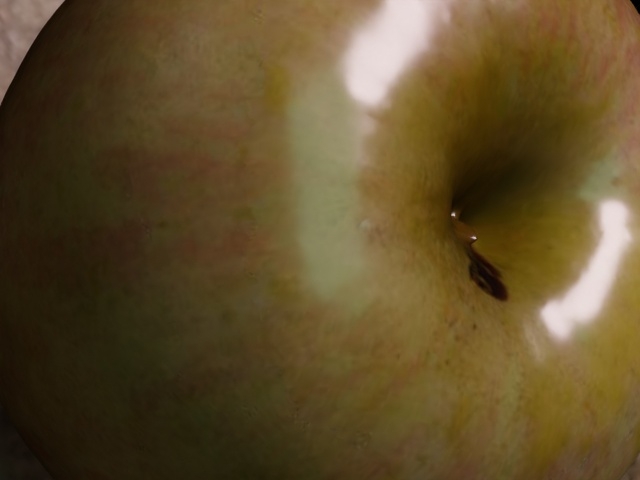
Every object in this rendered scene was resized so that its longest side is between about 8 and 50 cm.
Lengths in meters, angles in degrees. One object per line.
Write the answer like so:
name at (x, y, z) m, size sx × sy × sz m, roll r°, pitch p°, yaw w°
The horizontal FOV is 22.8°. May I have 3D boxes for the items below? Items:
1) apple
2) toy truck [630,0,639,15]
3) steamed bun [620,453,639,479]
apple at (0.000, 0.000, 0.567) m, size 0.257 × 0.234 × 0.257 m, roll 2°, pitch 87°, yaw -32°
toy truck at (0.195, -0.223, 0.840) m, size 0.125 × 0.101 × 0.242 m, roll 37°, pitch 57°, yaw -10°
steamed bun at (0.201, 0.156, 0.607) m, size 0.177 × 0.283 × 0.283 m, roll -5°, pitch 75°, yaw -63°
